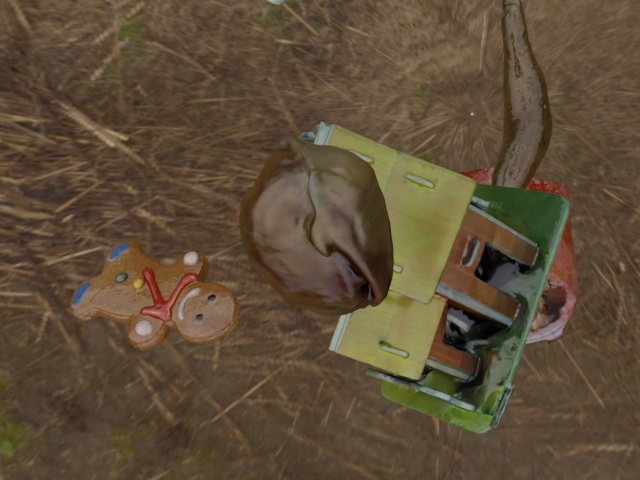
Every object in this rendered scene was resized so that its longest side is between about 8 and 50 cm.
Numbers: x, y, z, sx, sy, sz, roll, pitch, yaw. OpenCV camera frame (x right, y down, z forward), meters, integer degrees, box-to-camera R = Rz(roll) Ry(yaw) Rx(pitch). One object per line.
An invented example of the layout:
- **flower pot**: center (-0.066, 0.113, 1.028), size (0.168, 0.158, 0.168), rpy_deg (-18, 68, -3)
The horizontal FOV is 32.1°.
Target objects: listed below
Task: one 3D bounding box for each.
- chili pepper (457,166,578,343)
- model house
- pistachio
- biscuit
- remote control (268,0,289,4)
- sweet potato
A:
- **chili pepper**: center (0.310, 0.004, 1.905), size (0.251, 0.229, 0.305), rpy_deg (-13, 55, 31)
- **model house**: center (0.047, 0.016, 1.335), size (0.323, 0.340, 0.300), rpy_deg (26, 82, -38)
- **pistachio**: center (0.000, 0.000, 0.966), size (0.130, 0.210, 0.165), rpy_deg (-29, 56, -6)
- **biscuit**: center (-0.279, 0.092, 1.937), size (0.324, 0.049, 0.205), rpy_deg (21, 62, 30)
- **remote control**: center (-0.055, -0.319, 1.323), size (0.087, 0.190, 0.029), rpy_deg (33, 113, 4)
- **sweet potato**: center (0.319, -0.208, 1.751), size (0.079, 0.108, 0.346), rpy_deg (0, 88, 33)
